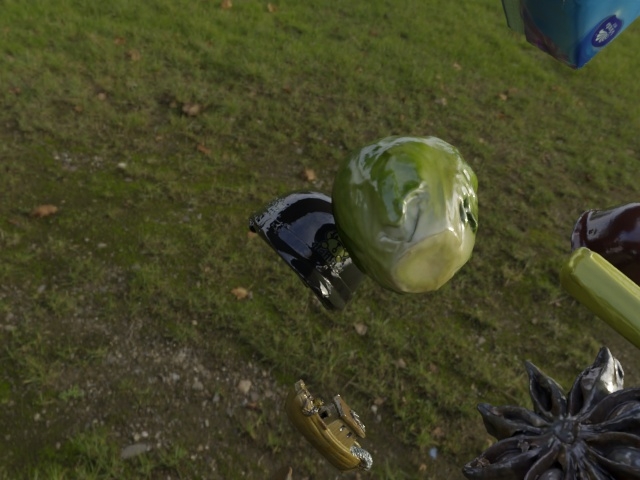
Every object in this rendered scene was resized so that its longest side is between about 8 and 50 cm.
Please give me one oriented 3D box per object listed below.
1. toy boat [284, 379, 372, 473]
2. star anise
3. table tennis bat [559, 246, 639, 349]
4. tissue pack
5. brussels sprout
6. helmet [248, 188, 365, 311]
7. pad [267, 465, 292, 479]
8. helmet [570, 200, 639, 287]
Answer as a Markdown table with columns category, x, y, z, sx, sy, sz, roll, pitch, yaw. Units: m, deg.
| category | x | y | z | sx | sy | sz | roll | pitch | yaw |
| --- | --- | --- | --- | --- | --- | --- | --- | --- | --- |
| toy boat | 0.027 | 0.427 | 1.353 | 0.122 | 0.321 | 0.089 | -32 | 33 | 4 |
| star anise | 0.280 | 0.235 | 0.640 | 0.223 | 0.109 | 0.236 | -15 | 27 | 34 |
| table tennis bat | 0.385 | 0.135 | 0.577 | 0.054 | 0.224 | 0.368 | -31 | 54 | -14 |
| tissue pack | 0.295 | -0.345 | 0.634 | 0.146 | 0.198 | 0.263 | 49 | 9 | 26 |
| brussels sprout | 0.122 | -0.034 | 0.823 | 0.210 | 0.219 | 0.271 | -4 | 29 | -3 |
| helmet | 0.000 | 0.000 | 1.042 | 0.230 | 0.160 | 0.279 | 49 | -5 | -15 |
| pad | -0.144 | 0.435 | 0.710 | 0.018 | 0.284 | 0.286 | 38 | 22 | -4 |
| helmet | 0.453 | 0.003 | 0.835 | 0.175 | 0.106 | 0.154 | 5 | 65 | -23 |
